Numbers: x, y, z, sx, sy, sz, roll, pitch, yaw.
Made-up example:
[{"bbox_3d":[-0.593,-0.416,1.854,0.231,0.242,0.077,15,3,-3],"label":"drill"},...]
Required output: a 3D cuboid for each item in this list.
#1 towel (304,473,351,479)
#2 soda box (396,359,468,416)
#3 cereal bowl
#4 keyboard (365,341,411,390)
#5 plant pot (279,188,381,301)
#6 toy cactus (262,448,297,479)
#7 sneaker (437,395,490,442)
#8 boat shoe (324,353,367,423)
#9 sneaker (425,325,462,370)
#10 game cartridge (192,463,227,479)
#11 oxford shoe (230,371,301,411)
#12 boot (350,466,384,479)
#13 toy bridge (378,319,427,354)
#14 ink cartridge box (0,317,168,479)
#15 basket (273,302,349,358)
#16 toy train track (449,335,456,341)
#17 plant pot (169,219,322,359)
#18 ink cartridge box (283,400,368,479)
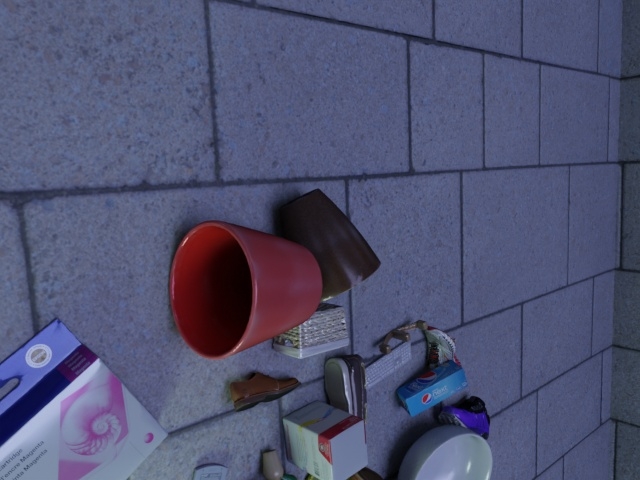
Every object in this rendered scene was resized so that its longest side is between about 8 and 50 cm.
[{"bbox_3d":[0.038,0.695,1.500,0.237,0.021,0.102,47,70,-35],"label":"towel"},{"bbox_3d":[0.346,0.456,1.663,0.210,0.067,0.071,-25,110,-13],"label":"soda box"},{"bbox_3d":[0.372,0.729,1.692,0.339,0.141,0.339,-7,104,-29],"label":"cereal bowl"},{"bbox_3d":[0.188,0.379,1.603,0.256,0.014,0.072,-23,108,-37],"label":"keyboard"},{"bbox_3d":[0.000,0.000,1.296,0.215,0.215,0.230,-33,101,-34],"label":"plant pot"},{"bbox_3d":[-0.111,0.611,1.321,0.219,0.112,0.180,-1,73,-42],"label":"toy cactus"},{"bbox_3d":[0.503,0.598,1.849,0.293,0.102,0.146,43,62,-40],"label":"sneaker"},{"bbox_3d":[0.079,0.472,1.453,0.096,0.116,0.324,-5,92,-38],"label":"boat shoe"},{"bbox_3d":[0.386,0.373,1.727,0.092,0.088,0.225,-35,112,-25],"label":"sneaker"},{"bbox_3d":[-0.254,0.542,1.232,0.083,0.017,0.056,17,86,-41],"label":"game cartridge"},{"bbox_3d":[-0.128,0.349,1.294,0.212,0.076,0.076,6,50,-51],"label":"oxford shoe"},{"bbox_3d":[0.120,0.782,1.515,0.220,0.109,0.283,-40,111,5],"label":"boot"},{"bbox_3d":[0.240,0.283,1.605,0.188,0.063,0.026,-24,109,-36],"label":"toy bridge"},{"bbox_3d":[-0.495,0.371,0.973,0.324,0.071,0.330,-46,123,-28],"label":"ink cartridge box"},{"bbox_3d":[-0.024,0.219,1.338,0.167,0.113,0.103,-6,96,-41],"label":"basket"},{"bbox_3d":[0.436,0.354,1.815,0.083,0.014,0.048,-26,111,-36],"label":"toy train track"},{"bbox_3d":[-0.145,0.098,1.145,0.243,0.275,0.275,1,94,-51],"label":"plant pot"},{"bbox_3d":[0.011,0.504,1.354,0.127,0.176,0.128,-15,104,-42],"label":"ink cartridge box"}]
